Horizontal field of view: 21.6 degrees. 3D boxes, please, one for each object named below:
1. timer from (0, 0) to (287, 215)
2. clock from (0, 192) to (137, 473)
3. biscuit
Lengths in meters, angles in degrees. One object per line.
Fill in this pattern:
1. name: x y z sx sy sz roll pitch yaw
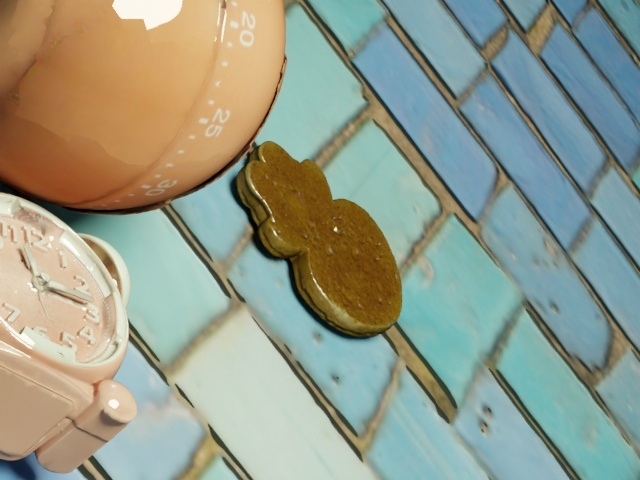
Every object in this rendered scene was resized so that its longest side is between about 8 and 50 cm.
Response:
1. timer: -0.139 -0.132 1.053 0.215 0.229 0.230 19 50 -53
2. clock: -0.188 0.042 0.996 0.166 0.093 0.162 31 34 -33
3. biscuit: 0.000 0.000 1.301 0.175 0.026 0.124 49 35 -14
